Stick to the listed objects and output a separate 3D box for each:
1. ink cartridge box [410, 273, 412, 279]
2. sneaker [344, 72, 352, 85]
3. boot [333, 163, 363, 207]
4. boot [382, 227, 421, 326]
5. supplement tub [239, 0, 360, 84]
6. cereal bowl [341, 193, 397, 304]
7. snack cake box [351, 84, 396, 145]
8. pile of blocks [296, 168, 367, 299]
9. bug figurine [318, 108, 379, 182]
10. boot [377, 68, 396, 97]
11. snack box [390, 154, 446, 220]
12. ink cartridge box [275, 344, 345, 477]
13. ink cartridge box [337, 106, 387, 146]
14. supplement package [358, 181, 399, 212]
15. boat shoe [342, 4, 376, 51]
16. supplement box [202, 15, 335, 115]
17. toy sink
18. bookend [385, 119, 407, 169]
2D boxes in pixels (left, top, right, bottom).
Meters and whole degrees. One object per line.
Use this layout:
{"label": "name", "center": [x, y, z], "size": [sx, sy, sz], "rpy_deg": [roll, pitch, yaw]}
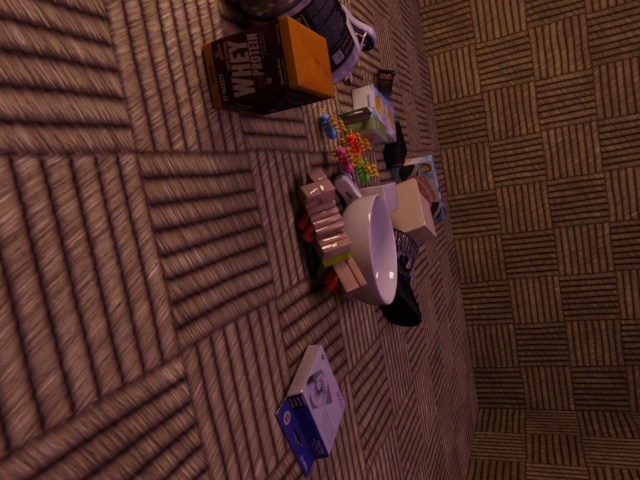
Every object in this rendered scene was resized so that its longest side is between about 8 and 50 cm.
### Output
{"label": "ink cartridge box", "center": [0.320, 0.086, 1.985], "size": [0.208, 0.045, 0.206], "rpy_deg": [-16, 97, -64]}
{"label": "sneaker", "center": [0.100, -0.596, 1.715], "size": [0.035, 0.031, 0.083], "rpy_deg": [-18, 100, -66]}
{"label": "boot", "center": [0.105, -0.160, 1.552], "size": [0.086, 0.069, 0.190], "rpy_deg": [-81, 149, -42]}
{"label": "boot", "center": [0.311, 0.145, 1.825], "size": [0.347, 0.131, 0.260], "rpy_deg": [59, 37, -41]}
{"label": "supplement tub", "center": [-0.055, -0.540, 1.142], "size": [0.338, 0.207, 0.206], "rpy_deg": [45, 43, -55]}
{"label": "cereal bowl", "center": [0.131, 0.032, 1.458], "size": [0.339, 0.141, 0.338], "rpy_deg": [-7, 90, -69]}
{"label": "snack cake box", "center": [0.213, -0.480, 1.863], "size": [0.264, 0.089, 0.152], "rpy_deg": [8, 75, -65]}
{"label": "pile of blocks", "center": [0.000, 0.000, 1.268], "size": [0.113, 0.149, 0.361], "rpy_deg": [-19, 92, -22]}
{"label": "bug figurine", "center": [0.086, -0.289, 1.503], "size": [0.279, 0.072, 0.216], "rpy_deg": [16, 49, -59]}
{"label": "boot", "center": [0.290, -0.707, 2.148], "size": [0.219, 0.082, 0.106], "rpy_deg": [-57, 156, -61]}
{"label": "snack box", "center": [0.453, -0.227, 2.199], "size": [0.060, 0.187, 0.321], "rpy_deg": [-67, 142, -48]}
{"label": "ink cartridge box", "center": [-0.013, 0.408, 1.157], "size": [0.224, 0.046, 0.223], "rpy_deg": [-60, 137, -53]}
{"label": "ink cartridge box", "center": [0.150, -0.391, 1.672], "size": [0.209, 0.109, 0.062], "rpy_deg": [14, 69, -64]}
{"label": "supplement package", "center": [0.209, -0.149, 1.739], "size": [0.179, 0.105, 0.105], "rpy_deg": [-25, 106, -64]}
{"label": "boat shoe", "center": [0.106, -0.708, 1.666], "size": [0.306, 0.113, 0.104], "rpy_deg": [6, 84, -63]}
{"label": "supplement box", "center": [-0.101, -0.350, 0.997], "size": [0.191, 0.194, 0.128], "rpy_deg": [-21, 103, -65]}
{"label": "toy sink", "center": [0.363, -0.107, 1.951], "size": [0.131, 0.153, 0.233], "rpy_deg": [34, 41, -48]}
{"label": "bookend", "center": [0.317, -0.418, 2.094], "size": [0.156, 0.073, 0.157], "rpy_deg": [67, 29, -30]}
